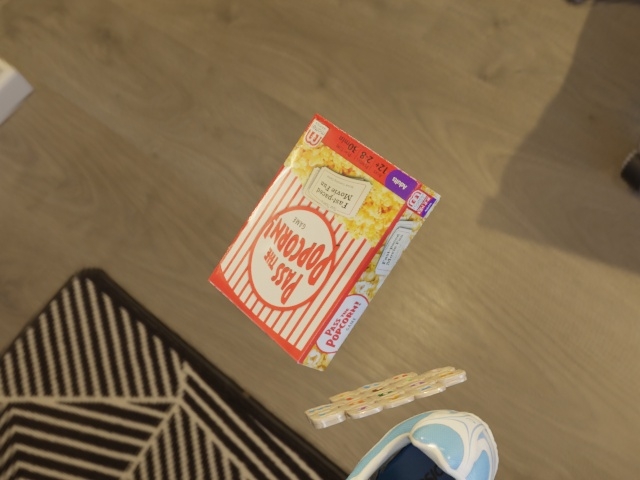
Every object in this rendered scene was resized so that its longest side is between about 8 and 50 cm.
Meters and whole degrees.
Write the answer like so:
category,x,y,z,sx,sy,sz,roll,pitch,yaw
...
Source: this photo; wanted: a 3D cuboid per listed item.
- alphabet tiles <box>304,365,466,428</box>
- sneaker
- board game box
category,x,y,z,sx,sy,sz,roll,pitch,yaw
alphabet tiles,0.115,0.278,1.924,0.284,0.278,0.021,-17,91,-9
sneaker,0.023,0.203,0.683,0.085,0.086,0.237,41,106,30
board game box,0.000,0.000,0.999,0.147,0.045,0.193,37,97,38
